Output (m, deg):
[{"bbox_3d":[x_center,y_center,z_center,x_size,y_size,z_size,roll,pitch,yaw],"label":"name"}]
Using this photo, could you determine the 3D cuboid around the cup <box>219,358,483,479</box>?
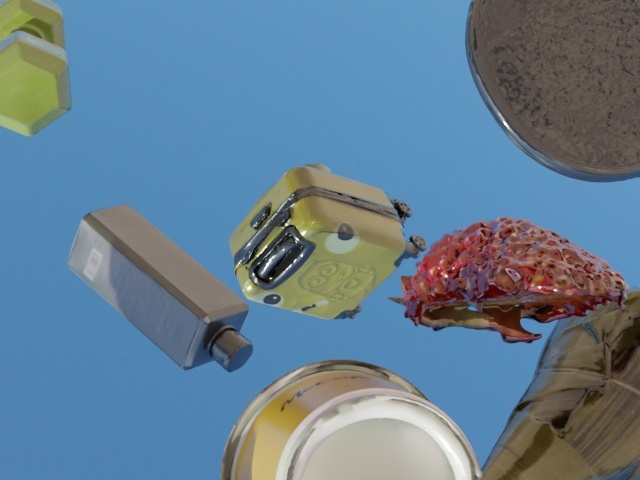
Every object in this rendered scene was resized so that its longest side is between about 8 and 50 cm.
[{"bbox_3d":[0.025,0.180,0.992,0.196,0.279,0.196,1,-98,-5],"label":"cup"}]

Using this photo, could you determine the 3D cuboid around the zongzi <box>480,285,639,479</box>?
[{"bbox_3d":[0.268,0.225,1.216,0.274,0.145,0.300,49,-123,-17],"label":"zongzi"}]

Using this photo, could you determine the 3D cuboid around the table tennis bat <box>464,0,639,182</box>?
[{"bbox_3d":[0.131,-0.141,0.784,0.150,0.027,0.236,-39,-88,-22],"label":"table tennis bat"}]

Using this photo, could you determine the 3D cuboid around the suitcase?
[{"bbox_3d":[0.000,0.000,1.897,0.235,0.194,0.143,16,-139,-39],"label":"suitcase"}]

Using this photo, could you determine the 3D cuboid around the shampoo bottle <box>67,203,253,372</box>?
[{"bbox_3d":[-0.172,0.058,1.498,0.246,0.080,0.079,38,-148,26],"label":"shampoo bottle"}]

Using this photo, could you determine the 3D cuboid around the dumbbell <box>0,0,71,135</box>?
[{"bbox_3d":[-0.369,-0.228,1.682,0.121,0.108,0.302,23,-164,-20],"label":"dumbbell"}]

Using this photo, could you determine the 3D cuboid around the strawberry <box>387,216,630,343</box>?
[{"bbox_3d":[0.159,0.021,1.008,0.167,0.208,0.087,7,-104,-30],"label":"strawberry"}]
